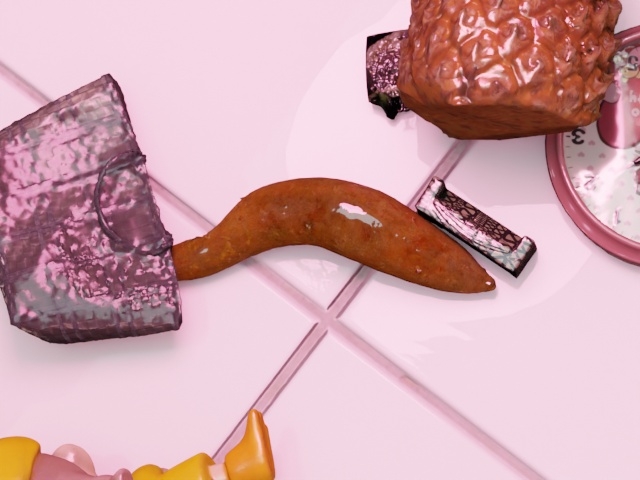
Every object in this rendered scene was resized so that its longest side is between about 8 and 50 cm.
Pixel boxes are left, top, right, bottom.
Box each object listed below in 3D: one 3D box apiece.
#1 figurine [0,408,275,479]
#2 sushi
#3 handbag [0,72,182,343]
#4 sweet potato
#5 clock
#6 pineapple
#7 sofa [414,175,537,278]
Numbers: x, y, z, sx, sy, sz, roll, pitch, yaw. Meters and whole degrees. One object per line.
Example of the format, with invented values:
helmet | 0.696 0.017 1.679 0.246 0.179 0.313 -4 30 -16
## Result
figurine | -0.202 0.269 1.709 0.343 0.187 0.215 -15 90 -2
sushi | 0.086 -0.163 1.800 0.083 0.056 0.085 -1 79 7
handbag | -0.238 -0.018 1.797 0.175 0.088 0.270 -19 77 8
sweet potato | -0.003 -0.007 1.775 0.346 0.079 0.108 2 93 11
clock | 0.336 -0.093 1.753 0.244 0.056 0.244 -1 80 6
pineapple | 0.187 -0.268 1.701 0.202 0.202 0.362 8 78 9
sofa | 0.149 -0.013 1.762 0.118 0.060 0.039 33 90 12
